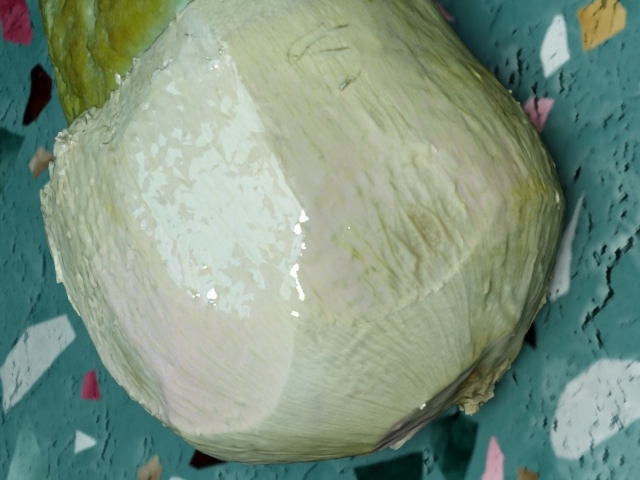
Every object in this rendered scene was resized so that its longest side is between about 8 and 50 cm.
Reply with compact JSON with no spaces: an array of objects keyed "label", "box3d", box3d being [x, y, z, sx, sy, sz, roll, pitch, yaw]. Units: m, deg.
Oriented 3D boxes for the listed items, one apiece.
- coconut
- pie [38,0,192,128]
[{"label":"coconut","box3d":[0.000,0.000,1.155,0.297,0.297,0.254,-37,72,33]},{"label":"pie","box3d":[-0.090,-0.236,1.377,0.418,0.180,0.395,-33,54,50]}]
